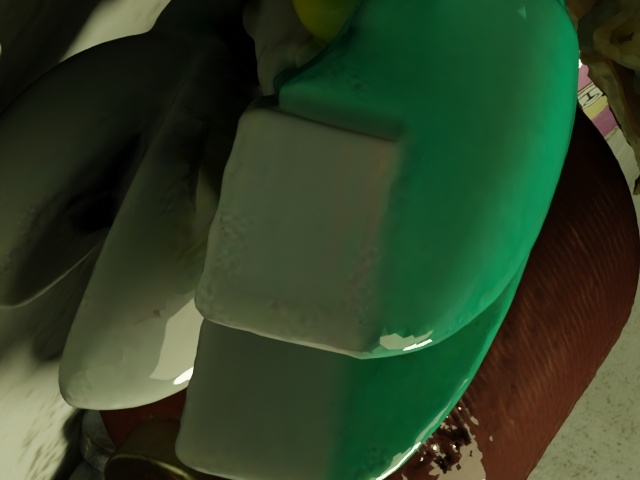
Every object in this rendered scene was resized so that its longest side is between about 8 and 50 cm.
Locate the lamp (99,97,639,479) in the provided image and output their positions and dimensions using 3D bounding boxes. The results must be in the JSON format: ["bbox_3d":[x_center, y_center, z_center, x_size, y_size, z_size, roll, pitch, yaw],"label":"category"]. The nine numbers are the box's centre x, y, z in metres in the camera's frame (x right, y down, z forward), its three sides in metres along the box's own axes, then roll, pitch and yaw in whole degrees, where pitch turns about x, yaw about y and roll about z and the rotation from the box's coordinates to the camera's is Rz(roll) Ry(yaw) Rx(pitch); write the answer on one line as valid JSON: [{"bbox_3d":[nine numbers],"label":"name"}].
[{"bbox_3d":[0.013,0.029,0.652,0.258,0.180,0.180,-49,167,-33],"label":"lamp"}]

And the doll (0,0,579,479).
[{"bbox_3d":[-0.012,-0.052,0.445,0.258,0.153,0.195,-72,172,-68],"label":"doll"}]

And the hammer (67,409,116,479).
[{"bbox_3d":[-0.167,0.193,0.693,0.290,0.037,0.137,-48,165,-37],"label":"hammer"}]

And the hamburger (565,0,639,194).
[{"bbox_3d":[0.253,-0.054,0.656,0.287,0.445,0.268,-25,166,8],"label":"hamburger"}]

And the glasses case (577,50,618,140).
[{"bbox_3d":[0.180,-0.124,1.137,0.123,0.076,0.316,-56,169,3],"label":"glasses case"}]
